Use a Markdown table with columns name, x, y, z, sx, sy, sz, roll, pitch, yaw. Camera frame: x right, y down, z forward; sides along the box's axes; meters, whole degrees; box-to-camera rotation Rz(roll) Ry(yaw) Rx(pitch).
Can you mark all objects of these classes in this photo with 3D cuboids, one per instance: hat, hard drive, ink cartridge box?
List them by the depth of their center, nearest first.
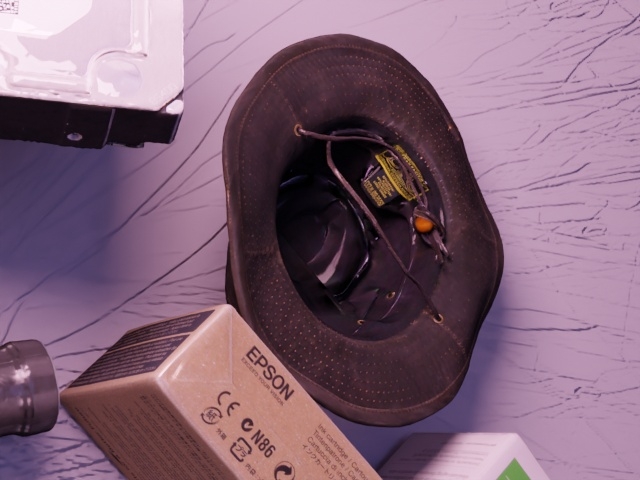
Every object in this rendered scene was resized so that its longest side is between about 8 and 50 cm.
| name | x | y | z | sx | sy | sz | roll | pitch | yaw |
| --- | --- | --- | --- | --- | --- | --- | --- | --- | --- |
| hard drive | -0.258 | -0.184 | 1.049 | 0.338 | 0.064 | 0.237 | 6 | 62 | -15 |
| ink cartridge box | -0.063 | 0.168 | 1.206 | 0.235 | 0.193 | 0.088 | 50 | 62 | -14 |
| hat | 0.000 | 0.000 | 1.303 | 0.331 | 0.134 | 0.331 | 19 | 62 | -42 |

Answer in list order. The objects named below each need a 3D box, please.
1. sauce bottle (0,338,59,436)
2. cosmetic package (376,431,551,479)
| name | x | y | z | sx | sy | sz | roll | pitch | yaw |
| --- | --- | --- | --- | --- | --- | --- | --- | --- | --- |
| sauce bottle | -0.350 | 0.128 | 1.101 | 0.344 | 0.111 | 0.111 | -9 | 87 | -28 |
| cosmetic package | 0.054 | 0.342 | 1.268 | 0.365 | 0.155 | 0.197 | -46 | 109 | -28 |
